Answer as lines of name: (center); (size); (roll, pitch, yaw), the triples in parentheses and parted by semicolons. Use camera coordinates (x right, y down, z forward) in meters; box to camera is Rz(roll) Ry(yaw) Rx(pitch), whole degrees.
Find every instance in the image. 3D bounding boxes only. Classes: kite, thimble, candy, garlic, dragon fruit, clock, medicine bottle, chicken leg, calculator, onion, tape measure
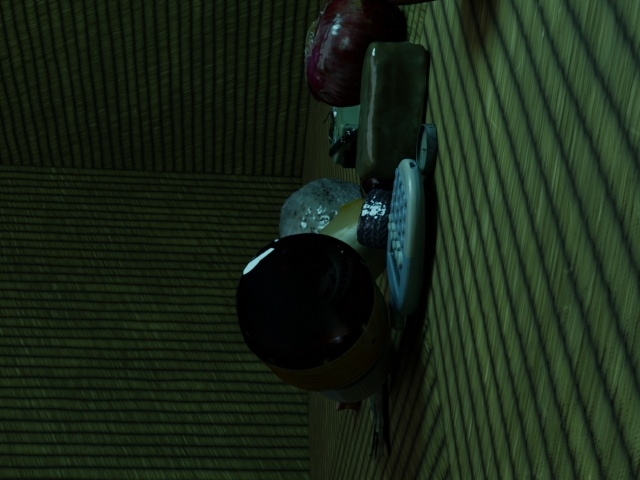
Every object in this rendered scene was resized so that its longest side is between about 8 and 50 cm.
kite: (0.117, 0.328, 1.783); (0.323, 0.013, 0.267); (-99, 13, -76)
thimble: (0.108, -0.037, 1.563); (0.095, 0.066, 0.104); (-36, -46, -59)
candy: (0.120, -0.218, 1.472); (0.102, 0.104, 0.233); (-130, 42, -75)
garlic: (0.043, 0.017, 1.676); (0.245, 0.164, 0.145); (-39, -39, -32)
dragon fruit: (0.000, 0.000, 2.163); (0.221, 0.204, 0.282); (-105, 17, -71)
clock: (0.167, -0.144, 1.379); (0.085, 0.017, 0.085); (-178, 90, -85)
medicine bottle: (0.008, 0.151, 1.532); (0.395, 0.243, 0.242); (57, -150, -66)
chicken leg: (0.114, -0.131, 1.740); (0.234, 0.063, 0.105); (124, 153, -84)
calculator: (0.139, 0.012, 1.430); (0.188, 0.042, 0.302); (-98, 6, -57)
onion: (0.065, -0.375, 1.691); (0.246, 0.190, 0.246); (-159, 90, -79)
tape measure: (0.067, -0.255, 2.020); (0.207, 0.115, 0.235); (102, 169, -50)

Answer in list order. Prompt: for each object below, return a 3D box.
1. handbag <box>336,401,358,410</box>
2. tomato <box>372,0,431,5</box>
handbag: (0.066, 0.292, 2.107); (0.157, 0.059, 0.212); (97, 171, -54)
tomato: (0.108, -0.397, 1.122); (0.184, 0.208, 0.208); (91, 177, -47)
